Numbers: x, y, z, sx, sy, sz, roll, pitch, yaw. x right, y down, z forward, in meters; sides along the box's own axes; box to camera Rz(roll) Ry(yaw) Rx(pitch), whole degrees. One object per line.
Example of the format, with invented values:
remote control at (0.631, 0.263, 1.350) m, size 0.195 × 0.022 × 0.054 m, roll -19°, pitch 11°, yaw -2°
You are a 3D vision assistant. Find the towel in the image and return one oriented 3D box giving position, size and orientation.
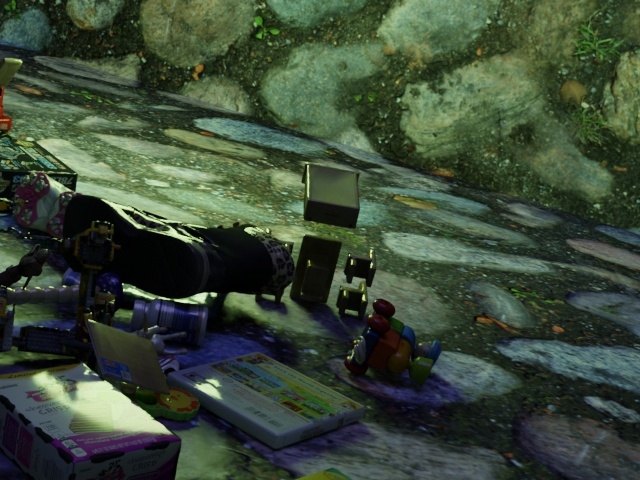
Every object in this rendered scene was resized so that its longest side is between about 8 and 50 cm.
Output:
towel at (-0.313, 0.073, 2.085) m, size 0.285 × 0.034 × 0.209 m, roll 13°, pitch 16°, yaw 0°

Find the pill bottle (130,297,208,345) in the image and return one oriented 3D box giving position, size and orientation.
pill bottle at (-0.247, 0.131, 1.868) m, size 0.120 × 0.067 × 0.067 m, roll 10°, pitch 16°, yaw -8°

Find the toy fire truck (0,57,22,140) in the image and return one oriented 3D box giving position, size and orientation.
toy fire truck at (-0.807, -0.321, 2.679) m, size 0.158 × 0.246 × 0.217 m, roll 22°, pitch 18°, yaw 31°

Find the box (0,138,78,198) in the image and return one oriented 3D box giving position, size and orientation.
box at (-0.724, -0.164, 2.520) m, size 0.293 × 0.073 × 0.295 m, roll 2°, pitch 18°, yaw -35°

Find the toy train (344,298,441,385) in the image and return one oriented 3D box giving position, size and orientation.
toy train at (0.122, 0.196, 1.897) m, size 0.143 × 0.105 × 0.248 m, roll 27°, pitch 16°, yaw 2°

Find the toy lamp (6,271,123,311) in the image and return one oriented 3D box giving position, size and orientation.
toy lamp at (-0.455, 0.089, 1.842) m, size 0.274 × 0.080 × 0.080 m, roll 2°, pitch 18°, yaw -42°

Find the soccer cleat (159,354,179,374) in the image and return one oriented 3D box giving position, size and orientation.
soccer cleat at (-0.252, 0.193, 1.721) m, size 0.083 × 0.029 × 0.036 m, roll -2°, pitch 45°, yaw -23°

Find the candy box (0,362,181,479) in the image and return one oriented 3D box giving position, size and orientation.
candy box at (-0.307, 0.239, 1.436) m, size 0.159 × 0.071 × 0.233 m, roll -4°, pitch 22°, yaw -45°

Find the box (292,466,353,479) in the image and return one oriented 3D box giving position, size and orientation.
box at (0.005, 0.332, 1.408) m, size 0.105 × 0.043 × 0.179 m, roll 25°, pitch 18°, yaw 37°

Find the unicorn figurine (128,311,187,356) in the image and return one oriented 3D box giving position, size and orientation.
unicorn figurine at (-0.262, 0.155, 1.759) m, size 0.111 × 0.060 × 0.162 m, roll -1°, pitch -16°, yaw -43°

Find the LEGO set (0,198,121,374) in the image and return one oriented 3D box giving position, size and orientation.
LEGO set at (-0.418, 0.064, 1.615) m, size 0.331 × 0.255 × 0.192 m, roll 18°, pitch -15°, yaw -26°

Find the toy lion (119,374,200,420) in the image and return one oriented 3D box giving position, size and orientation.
toy lion at (-0.224, 0.228, 1.623) m, size 0.096 × 0.034 × 0.100 m, roll 30°, pitch 22°, yaw 28°

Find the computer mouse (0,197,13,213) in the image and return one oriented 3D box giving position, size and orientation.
computer mouse at (-0.719, -0.071, 2.278) m, size 0.242 × 0.041 × 0.071 m, roll 9°, pitch 23°, yaw -39°

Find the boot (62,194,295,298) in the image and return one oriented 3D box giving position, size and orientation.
boot at (-0.254, 0.014, 2.042) m, size 0.377 × 0.138 × 0.284 m, roll 16°, pitch 9°, yaw 40°

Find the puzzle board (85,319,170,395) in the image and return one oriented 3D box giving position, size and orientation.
puzzle board at (-0.269, 0.165, 1.596) m, size 0.128 × 0.011 × 0.096 m, roll 26°, pitch 31°, yaw -48°

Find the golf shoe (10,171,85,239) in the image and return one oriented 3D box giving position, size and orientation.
golf shoe at (-0.506, -0.048, 2.272) m, size 0.140 × 0.115 × 0.306 m, roll 31°, pitch -3°, yaw -43°

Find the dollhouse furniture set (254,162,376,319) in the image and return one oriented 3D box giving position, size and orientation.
dollhouse furniture set at (0.000, 0.000, 2.183) m, size 0.212 × 0.242 × 0.161 m, roll 10°, pitch 28°, yaw -6°

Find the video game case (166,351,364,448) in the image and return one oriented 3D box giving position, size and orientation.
video game case at (-0.082, 0.234, 1.716) m, size 0.227 × 0.026 × 0.206 m, roll 23°, pitch 18°, yaw 35°
